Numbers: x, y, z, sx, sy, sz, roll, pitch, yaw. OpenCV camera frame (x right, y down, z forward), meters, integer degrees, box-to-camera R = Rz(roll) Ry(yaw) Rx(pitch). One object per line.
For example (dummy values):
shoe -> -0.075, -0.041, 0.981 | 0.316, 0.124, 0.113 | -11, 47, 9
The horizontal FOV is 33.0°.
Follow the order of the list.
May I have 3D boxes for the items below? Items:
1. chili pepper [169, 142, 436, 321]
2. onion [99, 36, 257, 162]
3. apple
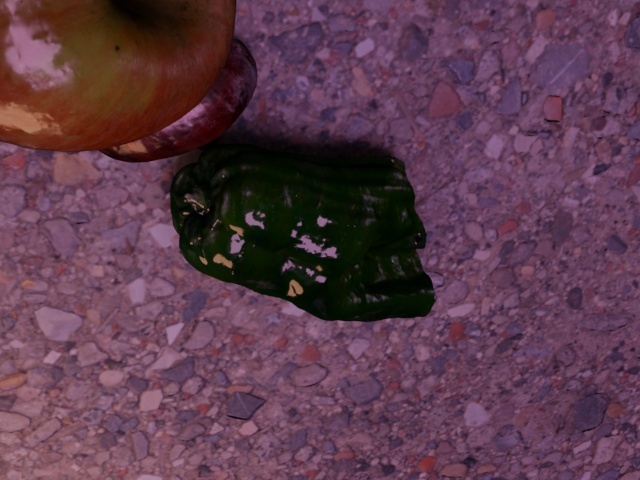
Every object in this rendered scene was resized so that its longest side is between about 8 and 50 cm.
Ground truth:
chili pepper -> 0.005, 0.005, 1.281 | 0.385, 0.167, 0.213 | 15, 136, -37
onion -> -0.157, -0.140, 1.183 | 0.206, 0.098, 0.151 | -31, 126, 3
apple -> -0.244, -0.218, 1.008 | 0.309, 0.250, 0.277 | 7, 85, -44
